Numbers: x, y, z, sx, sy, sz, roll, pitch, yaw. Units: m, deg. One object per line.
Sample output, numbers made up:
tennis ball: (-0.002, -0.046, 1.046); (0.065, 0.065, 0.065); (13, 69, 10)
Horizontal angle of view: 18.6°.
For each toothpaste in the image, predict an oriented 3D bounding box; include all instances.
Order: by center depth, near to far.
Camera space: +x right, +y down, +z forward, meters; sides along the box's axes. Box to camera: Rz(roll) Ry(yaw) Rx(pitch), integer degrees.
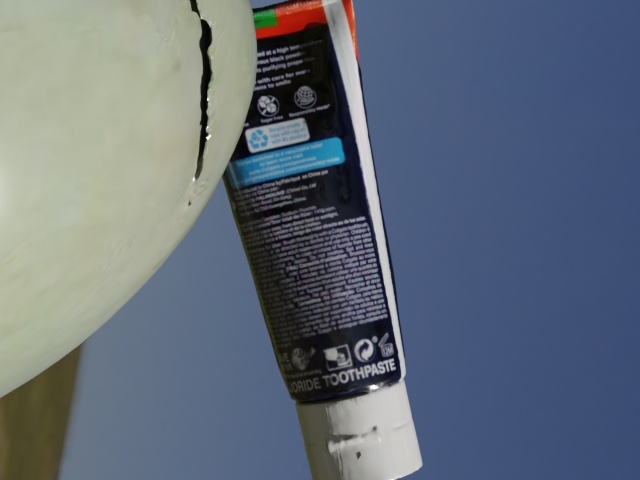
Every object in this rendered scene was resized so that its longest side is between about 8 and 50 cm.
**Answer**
toothpaste: (0.000, 0.000, 0.768); (0.045, 0.071, 0.194); (-179, -106, -83)

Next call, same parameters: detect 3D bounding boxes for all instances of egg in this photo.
egg: (-0.139, -0.039, 0.439); (0.186, 0.253, 0.187); (176, -90, -74)
